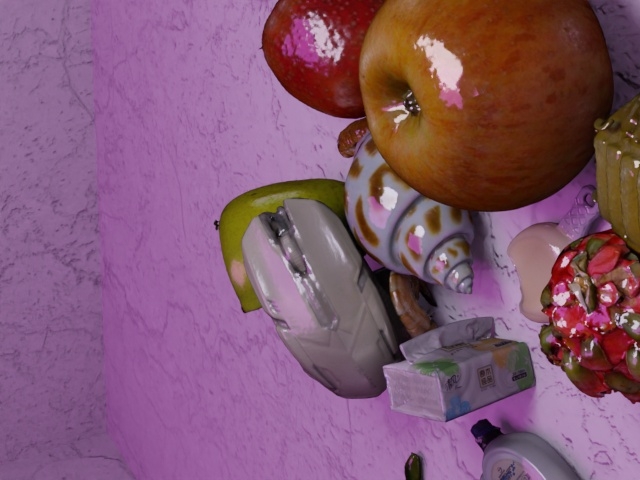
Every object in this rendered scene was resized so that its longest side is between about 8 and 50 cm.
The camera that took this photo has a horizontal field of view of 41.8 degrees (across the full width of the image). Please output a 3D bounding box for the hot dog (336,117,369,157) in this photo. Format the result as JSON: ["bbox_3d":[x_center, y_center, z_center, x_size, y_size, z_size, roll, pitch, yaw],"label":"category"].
[{"bbox_3d":[0.123,-0.230,1.721,0.289,0.068,0.083,-14,49,58],"label":"hot dog"}]

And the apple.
[{"bbox_3d":[0.232,-0.235,1.272,0.400,0.334,0.400,173,90,-80],"label":"apple"}]

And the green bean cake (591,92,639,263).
[{"bbox_3d":[0.502,-0.105,1.027,0.310,0.285,0.202,-110,3,-63],"label":"green bean cake"}]

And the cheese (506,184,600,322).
[{"bbox_3d":[0.402,0.031,1.375,0.249,0.071,0.163,-46,62,53],"label":"cheese"}]

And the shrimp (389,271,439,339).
[{"bbox_3d":[0.225,0.168,1.683,0.058,0.169,0.296,-25,109,30],"label":"shrimp"}]

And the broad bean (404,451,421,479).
[{"bbox_3d":[0.219,0.585,1.897,0.069,0.039,0.226,-4,98,65],"label":"broad bean"}]

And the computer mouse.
[{"bbox_3d":[0.013,0.122,1.603,0.429,0.228,0.145,60,-175,-5],"label":"computer mouse"}]

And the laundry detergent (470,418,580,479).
[{"bbox_3d":[0.370,0.455,1.542,0.280,0.105,0.215,47,139,37],"label":"laundry detergent"}]

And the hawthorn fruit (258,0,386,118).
[{"bbox_3d":[0.065,-0.369,1.619,0.369,0.285,0.284,37,134,18],"label":"hawthorn fruit"}]

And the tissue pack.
[{"bbox_3d":[0.250,0.225,1.533,0.159,0.229,0.145,-4,97,57],"label":"tissue pack"}]

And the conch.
[{"bbox_3d":[0.173,-0.054,1.579,0.368,0.197,0.249,36,126,17],"label":"conch"}]

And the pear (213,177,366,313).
[{"bbox_3d":[-0.038,-0.022,1.808,0.342,0.318,0.238,-64,-46,-73],"label":"pear"}]

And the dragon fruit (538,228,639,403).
[{"bbox_3d":[0.435,0.117,1.183,0.231,0.237,0.302,22,154,38],"label":"dragon fruit"}]

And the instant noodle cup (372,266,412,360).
[{"bbox_3d":[0.108,0.177,1.779,0.217,0.217,0.207,-29,83,58],"label":"instant noodle cup"}]
